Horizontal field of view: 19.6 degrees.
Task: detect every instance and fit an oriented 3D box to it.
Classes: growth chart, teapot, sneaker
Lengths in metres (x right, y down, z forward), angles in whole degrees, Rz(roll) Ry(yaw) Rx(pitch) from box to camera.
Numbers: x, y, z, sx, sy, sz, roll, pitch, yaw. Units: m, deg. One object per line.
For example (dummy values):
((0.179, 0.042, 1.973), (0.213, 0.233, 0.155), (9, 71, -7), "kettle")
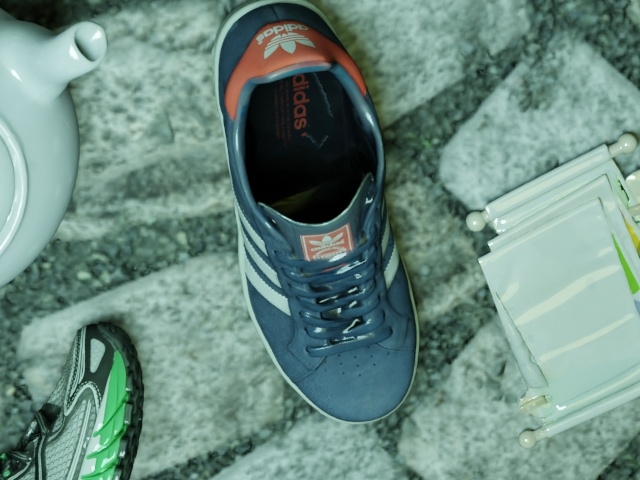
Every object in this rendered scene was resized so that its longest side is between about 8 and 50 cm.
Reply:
((0.214, 0.042, 1.497), (0.172, 0.021, 0.237), (-20, 112, -4), "growth chart")
((-0.285, -0.047, 1.273), (0.253, 0.187, 0.256), (2, 110, -12), "teapot")
((0.000, 0.000, 1.369), (0.131, 0.148, 0.350), (-19, 113, -4), "sneaker")
((-0.239, 0.213, 1.409), (0.146, 0.134, 0.343), (27, 96, -4), "sneaker")
